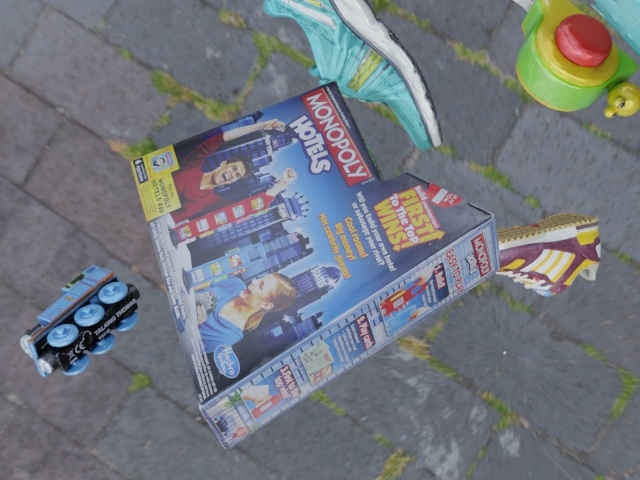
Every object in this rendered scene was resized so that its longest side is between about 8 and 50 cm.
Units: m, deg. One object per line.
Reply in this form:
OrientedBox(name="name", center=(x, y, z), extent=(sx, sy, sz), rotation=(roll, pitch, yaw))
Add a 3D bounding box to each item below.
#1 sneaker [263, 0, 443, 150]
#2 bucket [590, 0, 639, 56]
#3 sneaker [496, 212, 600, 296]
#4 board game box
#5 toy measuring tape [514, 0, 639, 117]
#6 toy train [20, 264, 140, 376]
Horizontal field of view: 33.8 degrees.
OrientedBox(name="sneaker", center=(0.045, -0.211, 1.247), extent=(0.110, 0.107, 0.275), rotation=(-39, 101, 11))
OrientedBox(name="bucket", center=(0.434, -0.255, 1.055), extent=(0.281, 0.281, 0.183), rotation=(-38, 90, 4))
OrientedBox(name="sneaker", center=(0.226, 0.026, 1.129), extent=(0.185, 0.069, 0.084), rotation=(-12, 102, -22))
OrientedBox(name="board game box", center=(0.000, 0.000, 0.646), extent=(0.194, 0.060, 0.194), rotation=(-20, 54, -2))
OrientedBox(name="toy measuring tape", center=(0.250, -0.255, 1.279), extent=(0.330, 0.121, 0.121), rotation=(41, 92, 8))
OrientedBox(name="toy train", center=(-0.336, 0.114, 1.469), extent=(0.105, 0.080, 0.184), rotation=(16, 44, 34))
